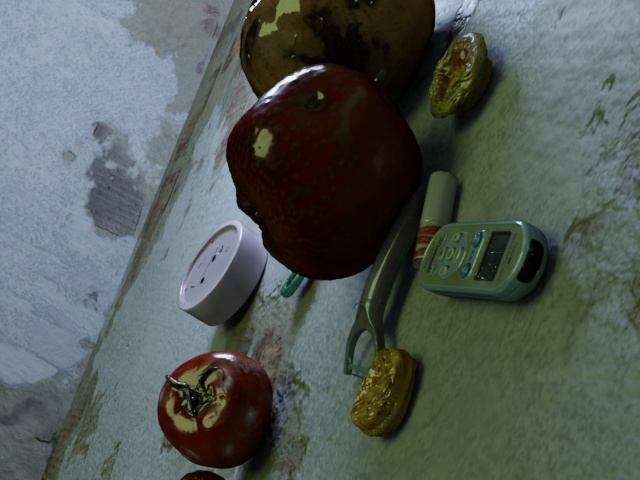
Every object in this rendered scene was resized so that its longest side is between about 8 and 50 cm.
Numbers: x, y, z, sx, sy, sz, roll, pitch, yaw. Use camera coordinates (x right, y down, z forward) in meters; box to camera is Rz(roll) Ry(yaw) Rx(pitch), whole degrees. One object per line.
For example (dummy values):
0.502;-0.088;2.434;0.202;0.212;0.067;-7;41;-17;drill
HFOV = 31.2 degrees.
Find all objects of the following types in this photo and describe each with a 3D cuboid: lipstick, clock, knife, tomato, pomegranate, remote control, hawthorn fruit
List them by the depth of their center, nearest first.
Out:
0.177;0.023;1.267;0.087;0.047;0.244;-65;17;-8;remote control
0.144;-0.023;1.432;0.038;0.038;0.131;-39;32;55;lipstick
0.094;0.046;1.472;0.123;0.053;0.278;6;74;66;knife
0.011;-0.107;1.555;0.300;0.275;0.275;-56;17;-7;hawthorn fruit
-0.158;0.260;1.735;0.187;0.151;0.187;-10;59;18;tomato
0.025;-0.323;1.782;0.322;0.322;0.322;-54;21;32;pomegranate
0.000;0.000;1.829;0.222;0.031;0.064;-57;16;16;knife
-0.185;0.061;2.157;0.197;0.068;0.197;-43;26;27;clock

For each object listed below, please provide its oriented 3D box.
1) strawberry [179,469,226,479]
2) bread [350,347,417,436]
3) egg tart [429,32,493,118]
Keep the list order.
-0.169;0.392;1.722;0.106;0.106;0.106;-54;21;32;strawberry
0.077;0.179;1.355;0.111;0.044;0.083;-67;19;-11;bread
0.189;-0.216;1.530;0.130;0.052;0.130;-52;24;35;egg tart
